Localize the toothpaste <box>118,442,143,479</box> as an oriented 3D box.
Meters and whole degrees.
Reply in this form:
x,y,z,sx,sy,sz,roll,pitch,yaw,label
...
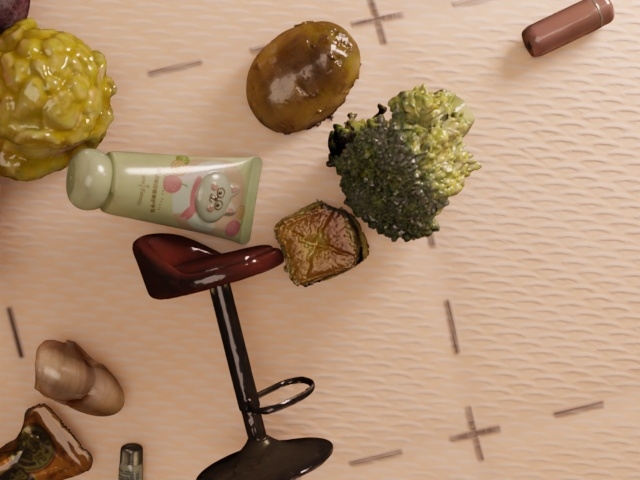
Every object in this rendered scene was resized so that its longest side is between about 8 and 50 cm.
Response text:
x,y,z,sx,sy,sz,roll,pitch,yaw,label
-0.321,0.462,1.479,0.062,0.039,0.239,4,96,6,toothpaste

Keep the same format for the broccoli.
x,y,z,sx,sy,sz,roll,pitch,yaw,label
0.136,-0.146,1.355,0.243,0.247,0.263,-40,136,-25,broccoli

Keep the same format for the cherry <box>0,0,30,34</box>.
x,y,z,sx,sy,sz,roll,pitch,yaw,label
-0.537,-0.400,1.353,0.195,0.195,0.195,0,94,2,cherry

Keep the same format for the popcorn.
x,y,z,sx,sy,sz,roll,pitch,yaw,label
-0.421,-0.209,1.347,0.212,0.259,0.259,-11,95,-33,popcorn

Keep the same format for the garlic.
x,y,z,sx,sy,sz,roll,pitch,yaw,label
-0.394,0.226,1.429,0.174,0.124,0.099,33,78,-27,garlic

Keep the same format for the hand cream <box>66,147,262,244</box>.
x,y,z,sx,sy,sz,roll,pitch,yaw,label
-0.238,-0.078,1.374,0.305,0.093,0.147,6,97,-31,hand cream

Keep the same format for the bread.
x,y,z,sx,sy,sz,roll,pitch,yaw,label
0.000,0.000,1.418,0.140,0.069,0.128,-24,92,7,bread

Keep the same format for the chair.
x,y,z,sx,sy,sz,roll,pitch,yaw,label
-0.136,0.163,1.359,0.226,0.226,0.401,-15,93,3,chair

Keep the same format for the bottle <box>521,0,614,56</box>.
x,y,z,sx,sy,sz,roll,pitch,yaw,label
0.391,-0.340,1.387,0.140,0.053,0.053,-25,93,4,bottle

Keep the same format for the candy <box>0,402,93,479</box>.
x,y,z,sx,sy,sz,roll,pitch,yaw,label
-0.522,0.389,1.452,0.271,0.101,0.143,-33,100,-2,candy

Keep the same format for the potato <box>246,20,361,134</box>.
x,y,z,sx,sy,sz,roll,pitch,yaw,label
-0.027,-0.259,1.395,0.200,0.081,0.164,-40,93,7,potato
